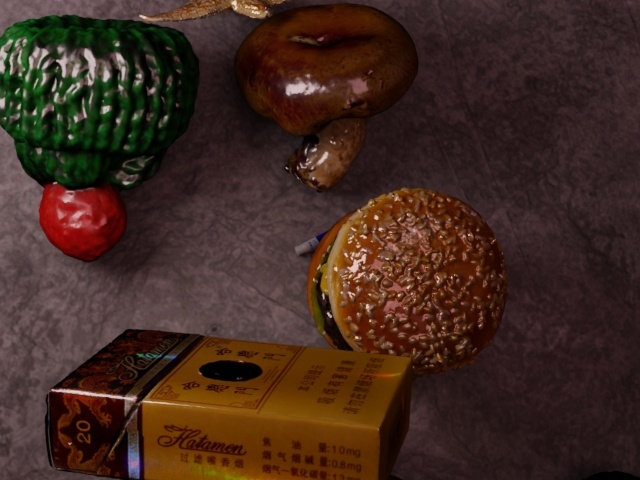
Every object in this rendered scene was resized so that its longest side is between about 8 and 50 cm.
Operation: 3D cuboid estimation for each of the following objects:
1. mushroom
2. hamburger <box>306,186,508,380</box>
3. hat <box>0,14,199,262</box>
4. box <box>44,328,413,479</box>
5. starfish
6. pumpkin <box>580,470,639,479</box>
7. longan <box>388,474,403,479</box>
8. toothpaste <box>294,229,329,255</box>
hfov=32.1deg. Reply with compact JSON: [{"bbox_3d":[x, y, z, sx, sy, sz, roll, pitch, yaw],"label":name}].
[{"bbox_3d":[0.009,-0.237,1.616,0.267,0.254,0.267,0,65,0],"label":"mushroom"},{"bbox_3d":[0.122,0.065,1.592,0.291,0.225,0.291,1,87,-16],"label":"hamburger"},{"bbox_3d":[-0.310,-0.138,1.533,0.274,0.242,0.332,5,107,-3],"label":"hat"},{"bbox_3d":[-0.107,0.217,1.417,0.415,0.264,0.115,6,105,12],"label":"box"},{"bbox_3d":[-0.149,-0.362,1.611,0.295,0.048,0.231,-20,46,-29],"label":"starfish"},{"bbox_3d":[0.444,0.449,1.675,0.202,0.140,0.202,1,72,-4],"label":"pumpkin"},{"bbox_3d":[0.007,0.486,1.415,0.404,0.436,0.404,-9,101,-50],"label":"longan"},{"bbox_3d":[0.000,0.000,1.677,0.083,0.015,0.024,-22,98,-21],"label":"toothpaste"}]
